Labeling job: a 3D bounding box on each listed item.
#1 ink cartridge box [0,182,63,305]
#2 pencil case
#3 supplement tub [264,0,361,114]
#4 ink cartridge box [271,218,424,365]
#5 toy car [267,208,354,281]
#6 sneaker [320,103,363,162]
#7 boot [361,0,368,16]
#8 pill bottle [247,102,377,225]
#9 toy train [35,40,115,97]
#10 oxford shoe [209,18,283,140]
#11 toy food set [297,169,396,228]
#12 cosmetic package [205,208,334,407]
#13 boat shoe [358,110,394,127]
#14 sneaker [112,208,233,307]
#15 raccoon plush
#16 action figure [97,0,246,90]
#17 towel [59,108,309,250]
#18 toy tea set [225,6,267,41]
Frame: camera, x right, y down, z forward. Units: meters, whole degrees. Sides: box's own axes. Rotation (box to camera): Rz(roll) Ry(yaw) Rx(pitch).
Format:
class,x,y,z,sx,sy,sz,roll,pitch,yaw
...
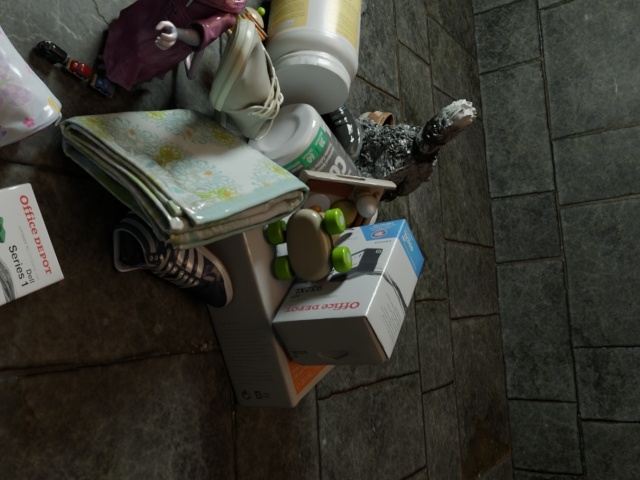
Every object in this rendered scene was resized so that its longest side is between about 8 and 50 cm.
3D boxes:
class,x,y,z,sx,sy,sz,roll,pitch,yaw
ink cartridge box,-0.497,0.022,0.839,0.219,0.092,0.160,-32,111,-54
pencil case,-0.500,-0.273,0.873,0.124,0.113,0.273,-42,121,-32
supplement tub,-0.019,-0.518,1.536,0.241,0.240,0.332,34,53,-49
ink cartridge box,0.066,0.107,1.274,0.129,0.223,0.307,63,36,-28
toy car,0.000,0.000,1.279,0.188,0.154,0.149,-23,102,-69
sneaker,0.018,-0.354,1.677,0.139,0.125,0.341,13,54,-44
boot,0.057,-0.774,1.842,0.338,0.118,0.223,-41,123,-47
pill bottle,-0.008,-0.156,1.526,0.361,0.204,0.204,47,47,-41
toy train,-0.427,-0.302,1.063,0.158,0.036,0.027,34,57,-50
oxford shoe,-0.136,-0.299,1.178,0.449,0.130,0.169,152,-37,-82
toy food set,0.031,-0.031,1.446,0.219,0.306,0.092,5,40,-20
cosmetic package,-0.121,0.115,1.339,0.230,0.161,0.454,-33,110,-55
boat shoe,0.176,-0.277,1.914,0.123,0.116,0.325,30,59,-51
sneaker,-0.286,0.051,1.150,0.282,0.099,0.153,59,34,-21
raccoon plush,0.221,-0.320,1.707,0.216,0.446,0.299,6,53,-51
action figure,-0.229,-0.388,1.073,0.275,0.370,0.248,11,70,-50
towel,-0.235,-0.135,1.104,0.374,0.320,0.090,-22,147,-57
toy tea set,-0.173,-0.520,1.323,0.200,0.124,0.336,47,10,-16
